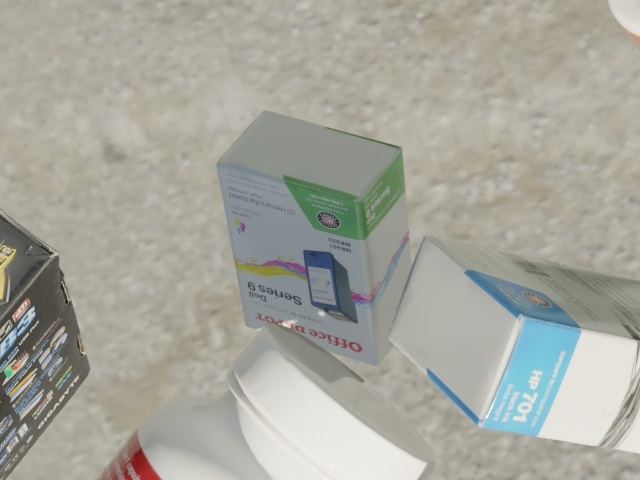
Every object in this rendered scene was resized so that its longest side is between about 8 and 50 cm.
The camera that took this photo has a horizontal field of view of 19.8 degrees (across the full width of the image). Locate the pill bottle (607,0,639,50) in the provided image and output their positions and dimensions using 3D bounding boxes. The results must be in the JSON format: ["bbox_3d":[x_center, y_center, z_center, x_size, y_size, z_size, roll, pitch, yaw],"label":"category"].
[{"bbox_3d":[0.387,-0.242,1.952,0.121,0.216,0.121,-6,75,22],"label":"pill bottle"}]

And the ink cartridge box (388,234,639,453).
[{"bbox_3d":[0.162,0.070,1.176,0.139,0.190,0.082,44,117,59],"label":"ink cartridge box"}]

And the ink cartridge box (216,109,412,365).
[{"bbox_3d":[0.000,0.000,1.740,0.154,0.093,0.212,17,137,25],"label":"ink cartridge box"}]

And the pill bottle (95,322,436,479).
[{"bbox_3d":[-0.101,0.274,1.442,0.229,0.229,0.408,43,98,29],"label":"pill bottle"}]

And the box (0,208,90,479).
[{"bbox_3d":[-0.282,0.145,1.266,0.073,0.295,0.293,34,163,11],"label":"box"}]
